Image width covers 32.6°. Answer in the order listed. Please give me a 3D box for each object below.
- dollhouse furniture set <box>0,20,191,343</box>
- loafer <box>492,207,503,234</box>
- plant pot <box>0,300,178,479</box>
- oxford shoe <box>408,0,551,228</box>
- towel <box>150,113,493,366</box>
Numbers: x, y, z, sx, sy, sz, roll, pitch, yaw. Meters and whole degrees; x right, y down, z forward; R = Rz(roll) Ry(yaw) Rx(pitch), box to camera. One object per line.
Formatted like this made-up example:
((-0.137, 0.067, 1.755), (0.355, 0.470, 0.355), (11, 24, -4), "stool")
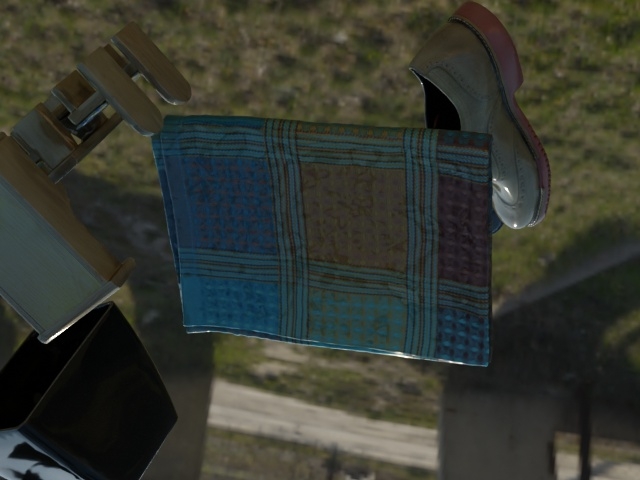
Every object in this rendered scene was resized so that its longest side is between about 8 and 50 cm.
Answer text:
((-0.228, -0.049, 1.022), (0.212, 0.242, 0.161), (-34, 105, 30), "dollhouse furniture set")
((0.150, -0.071, 1.747), (0.302, 0.095, 0.109), (5, 128, -17), "loafer")
((-0.283, 0.207, 1.274), (0.187, 0.188, 0.167), (-19, 120, 45), "plant pot")
((0.192, -0.128, 1.372), (0.123, 0.130, 0.348), (38, 161, 49), "oxford shoe")
((0.000, 0.000, 1.169), (0.370, 0.040, 0.272), (6, 119, 20), "towel")
